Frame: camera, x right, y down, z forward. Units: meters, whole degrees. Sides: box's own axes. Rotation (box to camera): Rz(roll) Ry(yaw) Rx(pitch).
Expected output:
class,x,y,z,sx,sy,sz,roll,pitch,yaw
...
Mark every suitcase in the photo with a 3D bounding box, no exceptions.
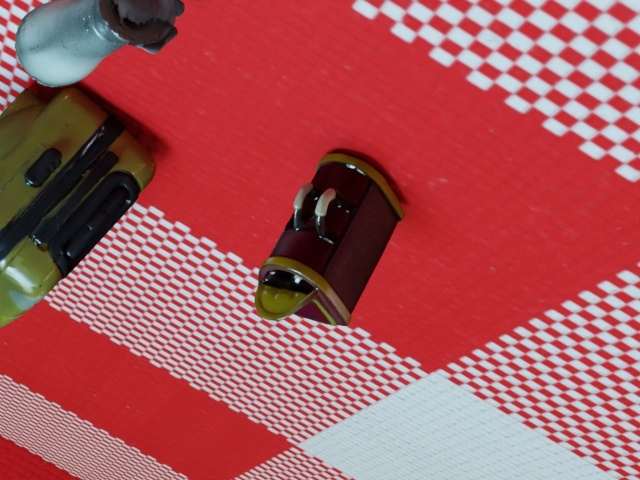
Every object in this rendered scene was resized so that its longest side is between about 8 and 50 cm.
class,x,y,z,sx,sy,sz,roll,pitch,yaw
suitcase,-0.278,-0.033,1.241,0.143,0.194,0.235,44,152,-11

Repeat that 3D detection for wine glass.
class,x,y,z,sx,sy,sz,roll,pitch,yaw
wine glass,-0.172,-0.163,1.019,0.072,0.072,0.155,40,153,-26

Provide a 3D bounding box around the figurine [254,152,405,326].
class,x,y,z,sx,sy,sz,roll,pitch,yaw
figurine,-0.001,0.000,1.067,0.082,0.154,0.098,18,151,21
